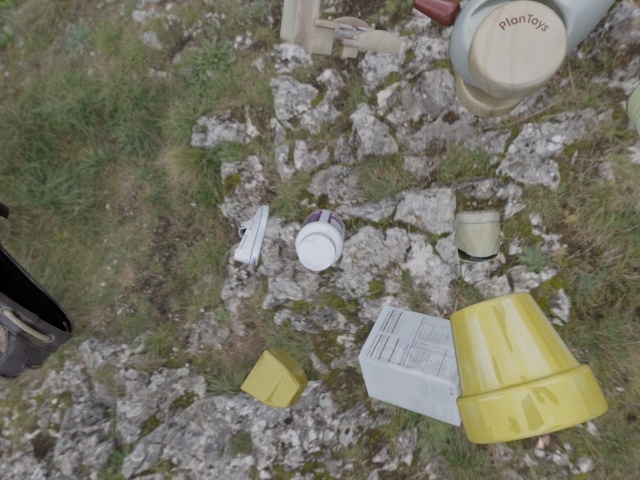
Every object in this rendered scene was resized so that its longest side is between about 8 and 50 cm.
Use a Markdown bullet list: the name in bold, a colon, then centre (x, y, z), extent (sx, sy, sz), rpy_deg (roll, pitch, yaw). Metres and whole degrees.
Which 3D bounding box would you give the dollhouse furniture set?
- **dollhouse furniture set**: centre (0.104, -0.525, 1.057), extent (0.356, 0.303, 0.173), rpy_deg (-2, 121, -22)

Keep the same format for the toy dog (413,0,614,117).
- **toy dog**: centre (0.231, -0.283, 0.472), extent (0.161, 0.220, 0.333), rpy_deg (42, 77, 4)

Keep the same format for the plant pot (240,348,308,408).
- **plant pot**: centre (-0.071, 0.247, 0.801), extent (0.083, 0.081, 0.081), rpy_deg (33, 89, 20)

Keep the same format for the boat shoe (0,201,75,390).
- **boat shoe**: centre (-0.376, -0.003, 0.455), extent (0.130, 0.355, 0.132), rpy_deg (-28, 36, -14)

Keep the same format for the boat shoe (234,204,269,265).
- **boat shoe**: centre (-0.219, -0.030, 1.470), extent (0.084, 0.095, 0.258), rpy_deg (11, 39, -5)

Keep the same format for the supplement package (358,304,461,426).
- **supplement package**: centre (0.275, 0.337, 1.264), extent (0.263, 0.199, 0.198), rpy_deg (10, 46, 29)

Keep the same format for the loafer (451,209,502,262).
- **loafer**: centre (0.309, -0.001, 0.918), extent (0.102, 0.268, 0.091), rpy_deg (2, 85, 21)

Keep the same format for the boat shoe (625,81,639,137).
- **boat shoe**: centre (0.189, -0.086, 0.194), extent (0.056, 0.153, 0.048), rpy_deg (-3, 66, 0)

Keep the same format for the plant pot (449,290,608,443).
- **plant pot**: centre (0.371, 0.237, 0.893), extent (0.254, 0.254, 0.238), rpy_deg (-20, 69, 11)

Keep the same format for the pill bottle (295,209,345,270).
- **pill bottle**: centre (0.000, 0.000, 1.054), extent (0.108, 0.193, 0.108), rpy_deg (1, 106, 5)
